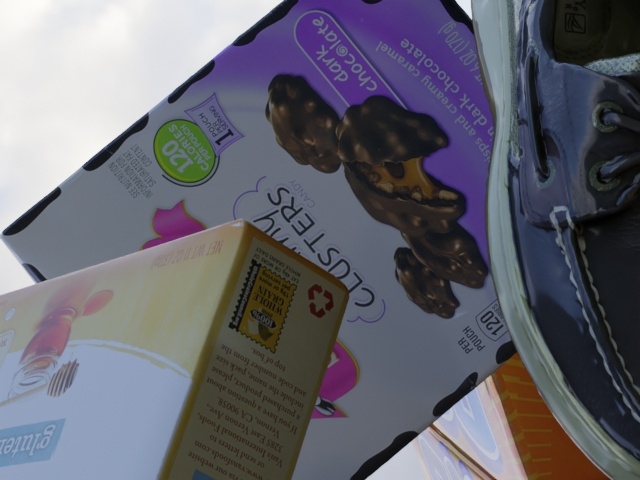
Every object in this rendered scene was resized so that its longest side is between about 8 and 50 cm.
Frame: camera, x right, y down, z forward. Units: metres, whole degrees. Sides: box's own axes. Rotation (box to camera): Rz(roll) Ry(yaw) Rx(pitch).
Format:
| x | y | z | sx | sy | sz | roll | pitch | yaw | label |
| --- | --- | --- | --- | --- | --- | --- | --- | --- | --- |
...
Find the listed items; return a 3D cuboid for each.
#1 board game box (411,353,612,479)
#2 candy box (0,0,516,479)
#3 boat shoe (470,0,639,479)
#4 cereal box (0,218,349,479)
| x | y | z | sx | sy | sz | roll | pitch | yaw | label |
| --- | --- | --- | --- | --- | --- | --- | --- | --- | --- |
| 0.242 | 0.056 | 1.104 | 0.356 | 0.356 | 0.356 | -22 | -80 | -7 | board game box |
| 0.000 | 0.000 | 0.728 | 0.196 | 0.070 | 0.165 | -40 | -87 | -5 | candy box |
| 0.093 | -0.034 | 0.552 | 0.073 | 0.080 | 0.223 | 111 | 156 | -56 | boat shoe |
| -0.090 | 0.119 | 0.508 | 0.047 | 0.173 | 0.240 | 34 | -120 | -28 | cereal box |
